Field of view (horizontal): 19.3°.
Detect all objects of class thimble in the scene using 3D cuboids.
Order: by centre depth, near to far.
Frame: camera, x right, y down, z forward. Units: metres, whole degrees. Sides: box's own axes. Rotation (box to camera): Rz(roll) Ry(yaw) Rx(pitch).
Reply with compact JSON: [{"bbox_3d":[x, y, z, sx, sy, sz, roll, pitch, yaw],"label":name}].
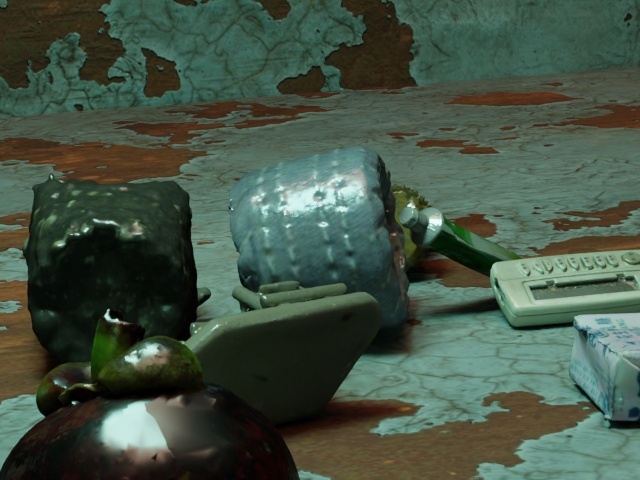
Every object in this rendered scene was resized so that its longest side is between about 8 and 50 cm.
[{"bbox_3d":[0.000,0.000,2.040,0.172,0.205,0.236,-8,30,7],"label":"thimble"}]

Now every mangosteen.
[{"bbox_3d":[-0.115,0.171,1.298,0.216,0.216,0.216,-2,13,0],"label":"mangosteen"}]

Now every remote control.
[{"bbox_3d":[0.306,0.054,2.104,0.230,0.049,0.090,-4,41,-13],"label":"remote control"}]

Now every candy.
[{"bbox_3d":[0.294,0.120,1.779,0.092,0.073,0.160,1,11,-9],"label":"candy"}]

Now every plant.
[{"bbox_3d":[-0.219,0.023,2.015,0.199,0.188,0.276,-1,13,-2],"label":"plant"}]

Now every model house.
[{"bbox_3d":[-0.078,0.105,1.785,0.229,0.122,0.188,-13,14,-30],"label":"model house"}]

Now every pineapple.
[{"bbox_3d":[0.102,-0.016,2.377,0.125,0.125,0.251,0,3,8],"label":"pineapple"}]

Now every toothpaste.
[{"bbox_3d":[0.183,0.016,2.134,0.248,0.047,0.078,25,-5,-36],"label":"toothpaste"}]
